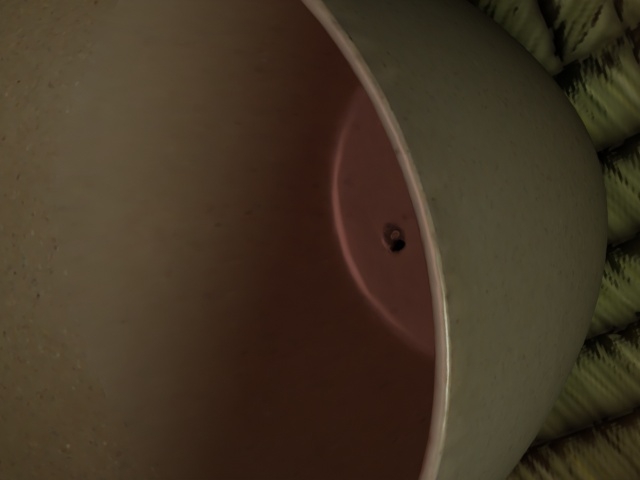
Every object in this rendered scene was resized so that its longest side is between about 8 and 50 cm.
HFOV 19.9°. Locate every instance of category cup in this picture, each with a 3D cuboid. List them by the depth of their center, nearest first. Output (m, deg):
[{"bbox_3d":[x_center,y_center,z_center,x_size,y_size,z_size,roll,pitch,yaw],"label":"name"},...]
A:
[{"bbox_3d":[0.000,0.000,0.846,0.331,0.237,0.331,13,109,41],"label":"cup"}]

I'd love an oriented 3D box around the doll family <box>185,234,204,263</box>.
[{"bbox_3d":[-0.111,0.068,1.065,0.263,0.118,0.163,-52,52,26],"label":"doll family"}]
